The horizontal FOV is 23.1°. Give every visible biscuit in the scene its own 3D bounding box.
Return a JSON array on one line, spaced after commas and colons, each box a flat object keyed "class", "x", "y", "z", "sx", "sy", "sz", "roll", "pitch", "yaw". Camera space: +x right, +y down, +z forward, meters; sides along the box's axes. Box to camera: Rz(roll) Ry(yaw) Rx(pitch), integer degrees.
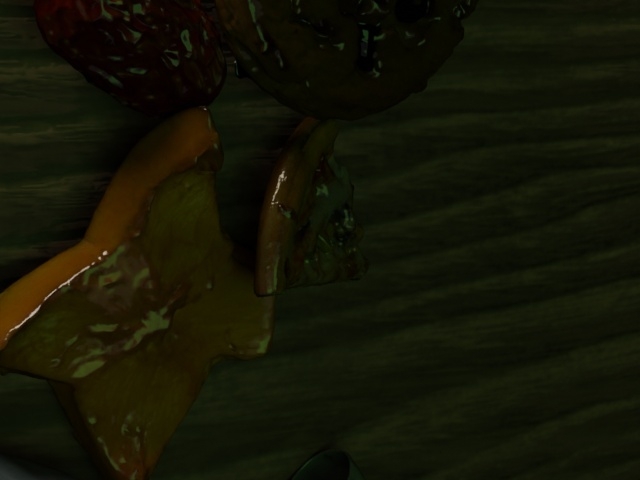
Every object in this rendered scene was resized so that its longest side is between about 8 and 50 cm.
[{"class": "biscuit", "x": 0.034, "y": -0.244, "z": 1.323, "sx": 0.296, "sy": 0.075, "sz": 0.296, "roll": -11, "pitch": 109, "yaw": -35}]

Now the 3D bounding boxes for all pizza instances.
[{"class": "pizza", "x": 0.000, "y": 0.000, "z": 1.389, "sx": 0.176, "sy": 0.036, "sz": 0.184, "roll": 57, "pitch": 46, "yaw": -39}]

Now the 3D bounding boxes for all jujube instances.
[{"class": "jujube", "x": -0.150, "y": -0.171, "z": 1.264, "sx": 0.112, "sy": 0.109, "sz": 0.176, "roll": -36, "pitch": 131, "yaw": 14}]

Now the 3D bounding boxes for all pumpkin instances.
[{"class": "pumpkin", "x": -0.143, "y": 0.058, "z": 1.335, "sx": 0.290, "sy": 0.095, "sz": 0.258, "roll": -46, "pitch": 131, "yaw": -6}]

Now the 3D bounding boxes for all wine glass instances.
[{"class": "wine glass", "x": 0.037, "y": 0.275, "z": 1.507, "sx": 0.073, "sy": 0.073, "sz": 0.155, "roll": -42, "pitch": 122, "yaw": -9}]

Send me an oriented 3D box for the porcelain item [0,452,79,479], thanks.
[{"class": "porcelain item", "x": -0.298, "y": 0.394, "z": 1.288, "sx": 0.178, "sy": 0.242, "sz": 0.405, "roll": 16, "pitch": 103, "yaw": -52}]
